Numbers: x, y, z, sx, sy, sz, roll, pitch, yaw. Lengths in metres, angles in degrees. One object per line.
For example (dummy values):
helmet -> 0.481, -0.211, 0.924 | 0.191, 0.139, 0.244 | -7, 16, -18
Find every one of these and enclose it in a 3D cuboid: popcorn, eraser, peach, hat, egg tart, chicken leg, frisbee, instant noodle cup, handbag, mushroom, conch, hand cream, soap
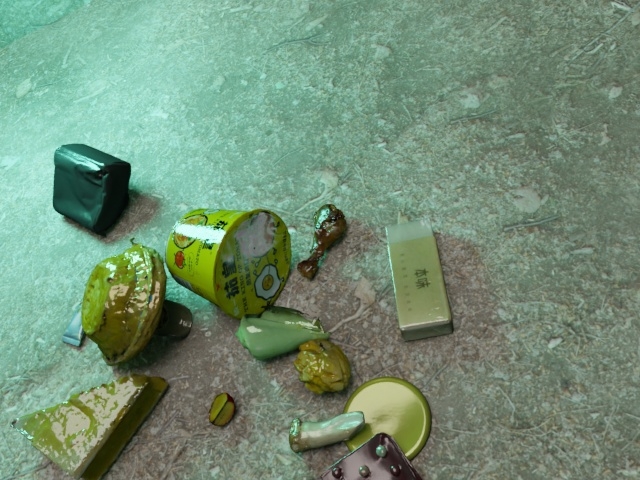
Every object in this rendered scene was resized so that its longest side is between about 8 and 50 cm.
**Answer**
popcorn -> 0.005, 0.331, 1.683 | 0.148, 0.152, 0.167 | 5, 26, -18
eraser -> 0.271, 0.102, 1.775 | 0.144, 0.078, 0.343 | -12, 55, 10
peach -> -0.265, 0.463, 1.736 | 0.077, 0.050, 0.083 | -24, 40, 31
hat -> -0.479, 0.250, 1.946 | 0.175, 0.085, 0.147 | 16, 65, 0
egg tart -> -0.594, 0.177, 1.880 | 0.388, 0.169, 0.387 | -28, 54, 45
chicken leg -> 0.003, 0.002, 1.935 | 0.107, 0.087, 0.251 | 6, 65, 46
frisbee -> 0.164, 0.457, 1.618 | 0.236, 0.017, 0.236 | -9, 56, 14
instant noodle cup -> -0.280, 0.047, 1.870 | 0.254, 0.325, 0.325 | 13, 63, 36
handbag -> 0.125, 0.586, 1.502 | 0.216, 0.074, 0.203 | -34, 57, -1
mushroom -> 0.017, 0.478, 1.612 | 0.209, 0.071, 0.084 | -17, 44, 16
handbag -> -0.809, -0.186, 2.283 | 0.302, 0.275, 0.178 | 21, 23, 31
conch -> -0.113, 0.245, 1.788 | 0.251, 0.143, 0.137 | -19, 96, -9
hand cream -> -0.750, 0.217, 2.064 | 0.088, 0.055, 0.256 | 10, 69, 28
soap -> -0.653, 0.457, 1.800 | 0.304, 0.169, 0.338 | 28, 70, 20
